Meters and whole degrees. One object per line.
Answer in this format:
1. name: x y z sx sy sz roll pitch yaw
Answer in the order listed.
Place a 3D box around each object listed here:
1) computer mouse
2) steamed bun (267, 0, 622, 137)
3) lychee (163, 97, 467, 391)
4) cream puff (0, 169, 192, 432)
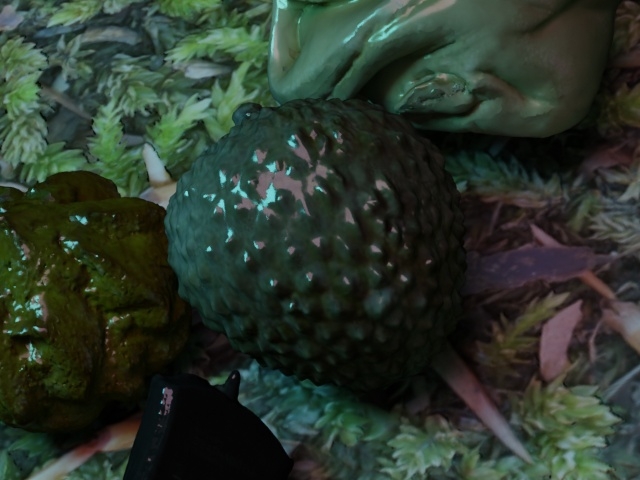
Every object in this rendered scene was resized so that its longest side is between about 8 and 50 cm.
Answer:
1. computer mouse: -0.110 0.221 1.504 0.088 0.147 0.264 -20 42 45
2. steamed bun: 0.092 -0.259 1.713 0.346 0.237 0.394 -27 37 -24
3. lychee: 0.000 0.000 1.587 0.255 0.255 0.274 -29 83 -4
4. cream puff: -0.232 0.049 1.680 0.244 0.196 0.244 4 30 -2
